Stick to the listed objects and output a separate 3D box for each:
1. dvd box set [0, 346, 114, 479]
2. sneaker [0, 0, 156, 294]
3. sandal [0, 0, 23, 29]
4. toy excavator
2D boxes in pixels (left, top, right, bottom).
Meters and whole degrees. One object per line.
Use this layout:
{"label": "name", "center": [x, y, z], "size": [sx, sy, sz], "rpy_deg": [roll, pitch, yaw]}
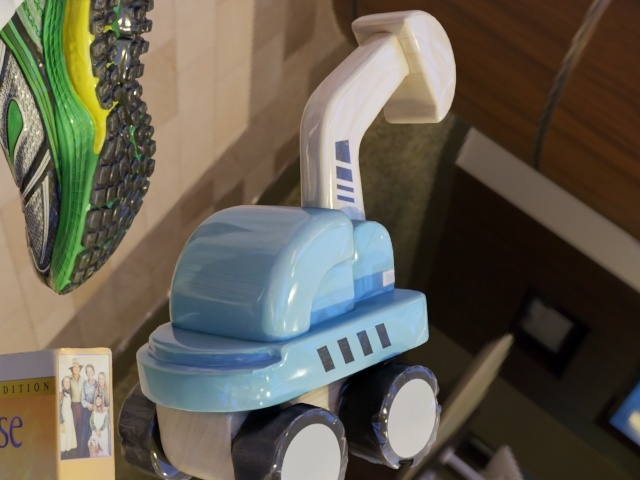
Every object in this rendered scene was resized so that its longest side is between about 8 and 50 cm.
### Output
{"label": "dvd box set", "center": [-0.284, 0.309, 0.895], "size": [0.062, 0.308, 0.420], "rpy_deg": [7, 78, -49]}
{"label": "sneaker", "center": [-0.228, -0.109, 0.916], "size": [0.134, 0.146, 0.343], "rpy_deg": [-57, 157, -58]}
{"label": "sandal", "center": [-0.197, -0.184, 0.495], "size": [0.416, 0.102, 0.169], "rpy_deg": [-64, 142, -48]}
{"label": "toy excavator", "center": [0.000, 0.000, 1.082], "size": [0.433, 0.222, 0.445], "rpy_deg": [-17, 107, -45]}
